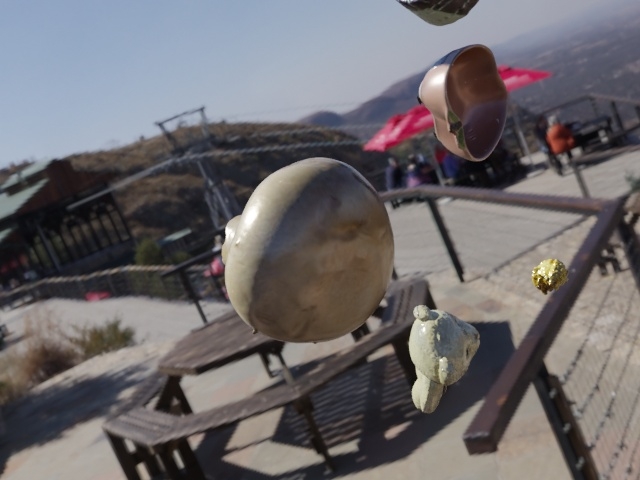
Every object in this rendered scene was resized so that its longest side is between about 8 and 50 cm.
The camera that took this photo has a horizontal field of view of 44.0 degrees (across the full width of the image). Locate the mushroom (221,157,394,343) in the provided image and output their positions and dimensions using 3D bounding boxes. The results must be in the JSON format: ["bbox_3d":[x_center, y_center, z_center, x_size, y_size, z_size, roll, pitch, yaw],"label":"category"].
[{"bbox_3d":[-0.043,0.005,1.230,0.292,0.292,0.290,-29,32,-31],"label":"mushroom"}]

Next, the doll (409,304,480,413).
[{"bbox_3d":[0.248,0.249,1.639,0.149,0.175,0.278,-18,-28,-13],"label":"doll"}]

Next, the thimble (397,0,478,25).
[{"bbox_3d":[0.290,-0.658,1.940,0.150,0.237,0.237,19,-24,-41],"label":"thimble"}]

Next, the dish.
[{"bbox_3d":[0.252,-0.253,1.456,0.090,0.213,0.213,5,27,43],"label":"dish"}]

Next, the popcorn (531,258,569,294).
[{"bbox_3d":[0.511,0.079,1.759,0.082,0.057,0.083,-30,25,18],"label":"popcorn"}]
